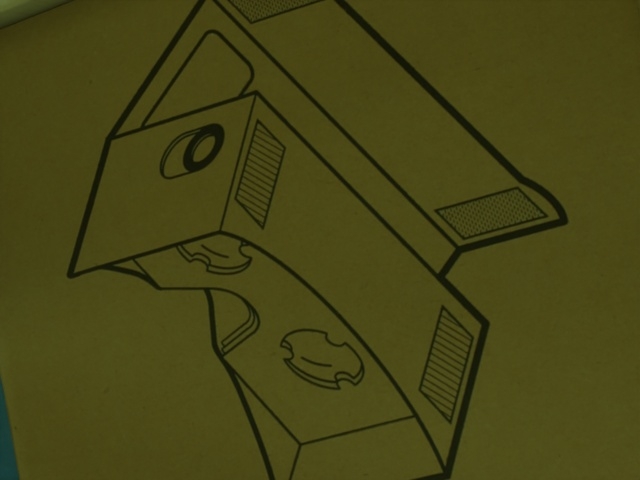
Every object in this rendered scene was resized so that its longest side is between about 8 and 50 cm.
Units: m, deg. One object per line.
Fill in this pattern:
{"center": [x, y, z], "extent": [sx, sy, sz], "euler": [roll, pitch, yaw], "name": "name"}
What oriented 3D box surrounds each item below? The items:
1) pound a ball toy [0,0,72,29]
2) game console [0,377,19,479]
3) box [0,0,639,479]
{"center": [-0.118, -0.051, 0.306], "extent": [0.319, 0.136, 0.208], "euler": [-19, 91, 16], "name": "pound a ball toy"}
{"center": [-0.087, 0.085, 0.390], "extent": [0.085, 0.124, 0.144], "euler": [-9, 119, -37], "name": "game console"}
{"center": [0.000, 0.000, 0.332], "extent": [0.164, 0.021, 0.201], "euler": [-16, 79, 13], "name": "box"}
